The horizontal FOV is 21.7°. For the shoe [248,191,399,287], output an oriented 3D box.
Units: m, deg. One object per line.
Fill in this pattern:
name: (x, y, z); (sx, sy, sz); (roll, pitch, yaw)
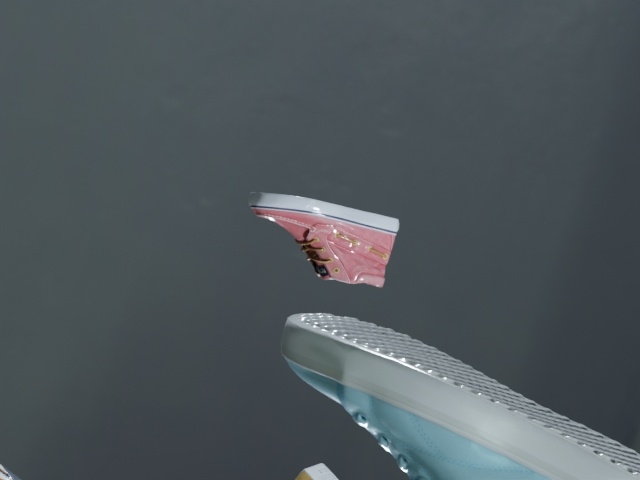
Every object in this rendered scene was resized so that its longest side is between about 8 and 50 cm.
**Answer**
shoe: (0.000, 0.000, 1.799); (0.063, 0.178, 0.081); (9, -93, 63)

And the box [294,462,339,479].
box: (0.005, 0.389, 2.115); (0.130, 0.170, 0.091); (-47, 167, 9)

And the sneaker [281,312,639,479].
sneaker: (0.112, 0.188, 1.367); (0.150, 0.366, 0.135); (-64, 168, 7)

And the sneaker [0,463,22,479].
sneaker: (-0.499, 0.394, 2.497); (0.126, 0.321, 0.127); (-51, 154, -4)
